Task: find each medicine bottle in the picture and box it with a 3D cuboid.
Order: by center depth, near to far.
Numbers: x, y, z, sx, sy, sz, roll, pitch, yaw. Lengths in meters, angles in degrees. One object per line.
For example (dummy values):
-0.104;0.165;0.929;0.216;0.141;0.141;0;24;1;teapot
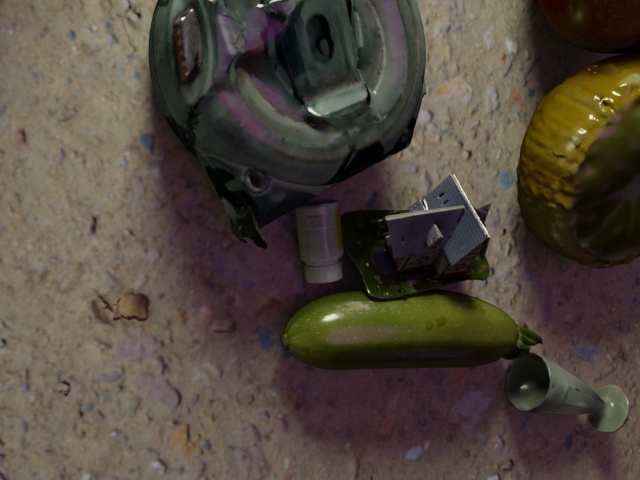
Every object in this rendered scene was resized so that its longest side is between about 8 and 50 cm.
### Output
0.000;0.000;0.760;0.047;0.047;0.083;-11;101;-25;medicine bottle

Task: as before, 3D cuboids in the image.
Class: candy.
0.351;-0.090;0.864;0.260;0.118;0.259;-13;124;-21;candy

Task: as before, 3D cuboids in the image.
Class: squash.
0.119;0.097;0.801;0.341;0.094;0.094;4;91;-25;squash

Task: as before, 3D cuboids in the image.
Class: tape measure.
-0.023;-0.166;0.687;0.256;0.147;0.274;-30;106;-22;tape measure

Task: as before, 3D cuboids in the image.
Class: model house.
0.115;-0.016;0.767;0.167;0.088;0.117;-6;58;-25;model house

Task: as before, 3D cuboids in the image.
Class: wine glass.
0.311;0.192;0.912;0.155;0.073;0.073;20;84;-29;wine glass

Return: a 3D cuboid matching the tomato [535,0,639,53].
0.357;-0.349;0.813;0.270;0.270;0.222;-6;57;-26;tomato
